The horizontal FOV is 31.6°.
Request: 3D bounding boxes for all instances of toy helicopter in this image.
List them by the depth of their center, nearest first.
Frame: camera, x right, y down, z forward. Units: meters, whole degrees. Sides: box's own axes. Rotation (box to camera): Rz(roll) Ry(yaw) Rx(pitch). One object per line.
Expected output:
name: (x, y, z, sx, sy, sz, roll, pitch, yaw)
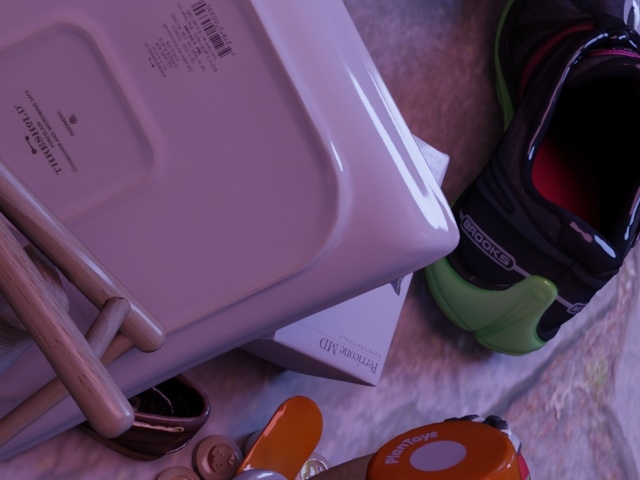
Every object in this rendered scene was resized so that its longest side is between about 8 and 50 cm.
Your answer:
toy helicopter: (-0.055, 0.203, 0.666, 0.355, 0.235, 0.140, -20, 109, -17)

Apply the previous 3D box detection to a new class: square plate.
square plate: (-0.146, -0.068, 0.624, 0.347, 0.344, 0.049, 62, 10, -14)

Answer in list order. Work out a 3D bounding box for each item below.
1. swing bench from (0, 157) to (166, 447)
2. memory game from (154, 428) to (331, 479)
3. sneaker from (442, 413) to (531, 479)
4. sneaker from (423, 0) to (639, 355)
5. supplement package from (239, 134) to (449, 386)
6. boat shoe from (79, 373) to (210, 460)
swing bench: (-0.255, 0.043, 0.538, 0.253, 0.165, 0.254, -37, 99, 4)
memory game: (-0.041, 0.219, 0.778, 0.186, 0.012, 0.186, 14, 61, -27)
sneaker: (0.089, 0.247, 0.789, 0.279, 0.107, 0.118, -50, 119, -39)
sneaker: (0.248, -0.113, 1.003, 0.185, 0.202, 0.482, 32, 53, -17)
supplement package: (0.000, 0.000, 0.808, 0.105, 0.105, 0.179, 28, 74, -38)
boat shoe: (-0.168, 0.076, 0.731, 0.207, 0.073, 0.073, 26, 57, -18)
